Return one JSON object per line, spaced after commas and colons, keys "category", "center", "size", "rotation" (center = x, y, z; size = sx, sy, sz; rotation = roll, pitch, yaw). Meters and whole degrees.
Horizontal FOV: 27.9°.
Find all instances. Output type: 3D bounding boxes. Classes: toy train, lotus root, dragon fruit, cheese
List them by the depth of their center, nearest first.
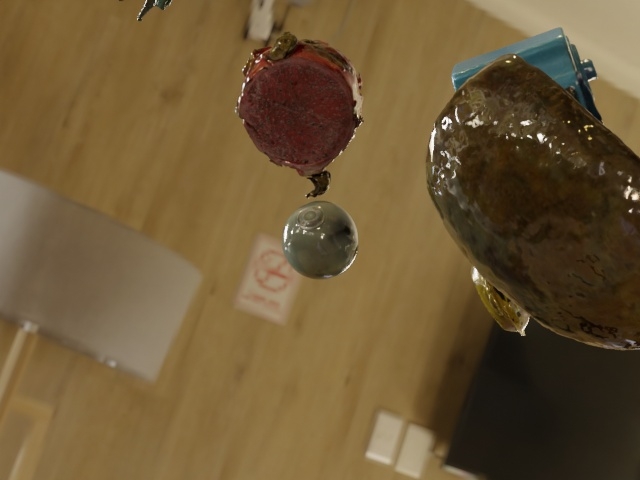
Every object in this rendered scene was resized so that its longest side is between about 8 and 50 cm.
{"category": "lotus root", "center": [0.231, -0.015, 1.255], "size": [0.314, 0.142, 0.210], "rotation": [48, -14, 21]}
{"category": "toy train", "center": [0.279, -0.098, 1.581], "size": [0.188, 0.300, 0.265], "rotation": [-19, 12, 13]}
{"category": "cheese", "center": [0.286, 0.075, 2.013], "size": [0.064, 0.157, 0.250], "rotation": [-27, -3, 12]}
{"category": "dragon fruit", "center": [-0.029, -0.221, 2.087], "size": [0.211, 0.147, 0.282], "rotation": [-7, -58, 13]}

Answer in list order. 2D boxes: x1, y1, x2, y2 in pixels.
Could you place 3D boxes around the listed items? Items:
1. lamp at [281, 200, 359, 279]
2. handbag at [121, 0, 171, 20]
{"category": "lamp", "center": [0.000, 0.000, 1.689], "size": [0.105, 0.105, 0.105], "rotation": [18, -12, 4]}
{"category": "handbag", "center": [-0.173, -0.495, 2.145], "size": [0.326, 0.238, 0.089], "rotation": [-16, -60, 41]}
